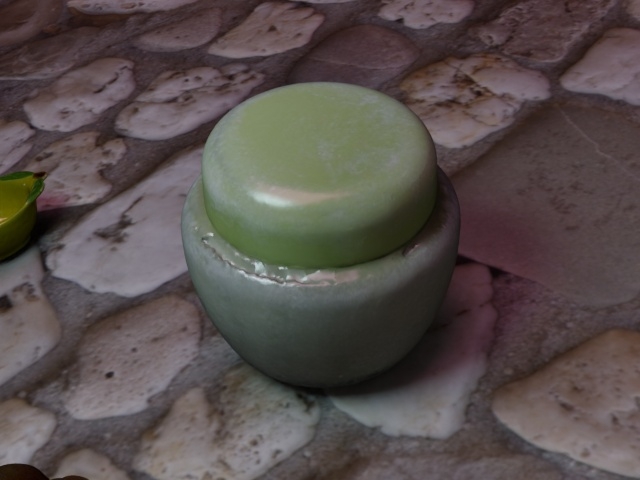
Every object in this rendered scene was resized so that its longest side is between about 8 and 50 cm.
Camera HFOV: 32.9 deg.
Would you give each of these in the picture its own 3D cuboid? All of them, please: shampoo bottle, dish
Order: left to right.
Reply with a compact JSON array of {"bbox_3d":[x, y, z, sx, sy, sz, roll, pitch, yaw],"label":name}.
[{"bbox_3d":[-0.485,-0.022,1.613,0.208,0.080,0.149,-32,38,-21],"label":"dish"},{"bbox_3d":[0.000,0.000,1.275,0.323,0.317,0.322,1,40,0],"label":"shampoo bottle"}]

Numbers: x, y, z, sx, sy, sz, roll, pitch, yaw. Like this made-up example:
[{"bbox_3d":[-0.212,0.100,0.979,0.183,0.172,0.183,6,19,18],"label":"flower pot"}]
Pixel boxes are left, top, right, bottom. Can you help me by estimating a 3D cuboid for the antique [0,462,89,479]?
[{"bbox_3d":[-0.357,0.332,1.108,0.143,0.121,0.257,6,41,32],"label":"antique"}]
